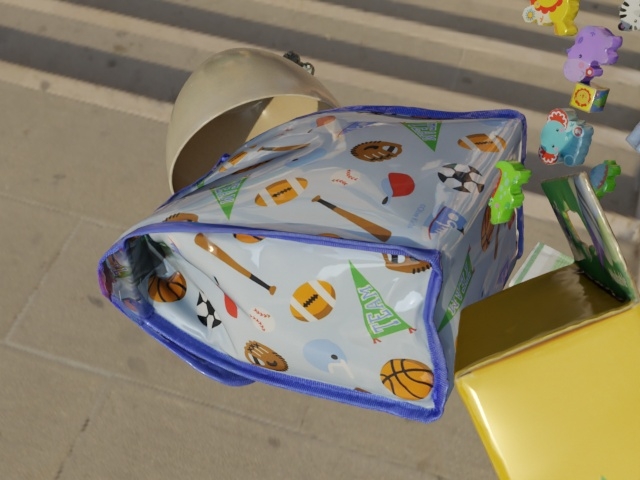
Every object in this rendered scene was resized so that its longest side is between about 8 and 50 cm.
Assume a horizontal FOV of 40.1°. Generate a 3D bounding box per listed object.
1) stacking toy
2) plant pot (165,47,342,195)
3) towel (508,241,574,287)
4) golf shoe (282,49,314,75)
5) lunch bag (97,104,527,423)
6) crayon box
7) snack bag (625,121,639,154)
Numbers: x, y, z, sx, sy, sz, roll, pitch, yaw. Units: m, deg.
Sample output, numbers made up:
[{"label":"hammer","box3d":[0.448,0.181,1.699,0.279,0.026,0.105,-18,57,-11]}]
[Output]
[{"label":"stacking toy","box3d":[0.228,-0.127,0.790,0.167,0.221,0.052,-8,29,-40]},{"label":"plant pot","box3d":[-0.112,-0.183,1.341,0.284,0.284,0.191,-15,57,-11]},{"label":"towel","box3d":[0.398,0.076,1.434,0.152,0.023,0.113,30,59,19]},{"label":"golf shoe","box3d":[-0.122,-0.298,1.930,0.273,0.120,0.105,-40,81,-24]},{"label":"lunch bag","box3d":[0.000,0.000,0.965,0.386,0.238,0.328,9,32,23]},{"label":"crayon box","box3d":[0.147,0.131,0.429,0.083,0.203,0.323,-24,88,10]},{"label":"snack bag","box3d":[0.558,-0.105,0.939,0.342,0.037,0.323,-43,88,-1]}]
